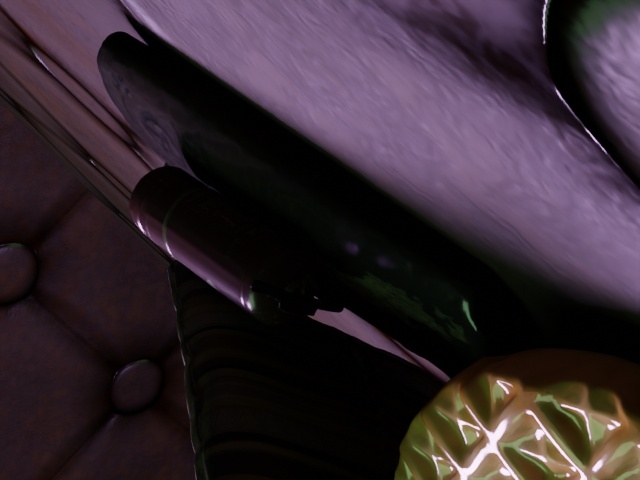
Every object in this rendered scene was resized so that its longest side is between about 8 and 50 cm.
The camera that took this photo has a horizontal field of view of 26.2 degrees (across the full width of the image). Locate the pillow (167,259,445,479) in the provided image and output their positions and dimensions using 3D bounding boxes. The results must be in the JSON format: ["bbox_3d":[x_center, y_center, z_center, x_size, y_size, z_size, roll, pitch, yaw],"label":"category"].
[{"bbox_3d":[0.016,0.113,0.734,0.208,0.052,0.212,25,-152,-28],"label":"pillow"}]

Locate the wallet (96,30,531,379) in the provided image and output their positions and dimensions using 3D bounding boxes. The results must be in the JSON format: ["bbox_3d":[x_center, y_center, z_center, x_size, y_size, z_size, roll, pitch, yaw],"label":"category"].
[{"bbox_3d":[0.000,0.000,0.761,0.321,0.044,0.170,36,168,39],"label":"wallet"}]

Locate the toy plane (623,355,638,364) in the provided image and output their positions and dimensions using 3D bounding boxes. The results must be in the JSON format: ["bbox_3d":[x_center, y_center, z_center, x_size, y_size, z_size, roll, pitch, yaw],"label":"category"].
[{"bbox_3d":[0.159,0.124,0.603,0.096,0.060,0.235,10,144,52],"label":"toy plane"}]

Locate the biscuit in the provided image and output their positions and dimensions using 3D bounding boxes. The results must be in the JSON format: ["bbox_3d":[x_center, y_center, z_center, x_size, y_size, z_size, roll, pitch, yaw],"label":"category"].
[{"bbox_3d":[0.135,0.140,0.516,0.309,0.040,0.204,26,136,40],"label":"biscuit"}]

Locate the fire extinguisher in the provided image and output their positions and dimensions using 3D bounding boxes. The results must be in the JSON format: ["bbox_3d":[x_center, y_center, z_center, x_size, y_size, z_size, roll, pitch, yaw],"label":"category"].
[{"bbox_3d":[-0.039,0.009,0.727,0.078,0.045,0.157,18,-171,-43],"label":"fire extinguisher"}]
